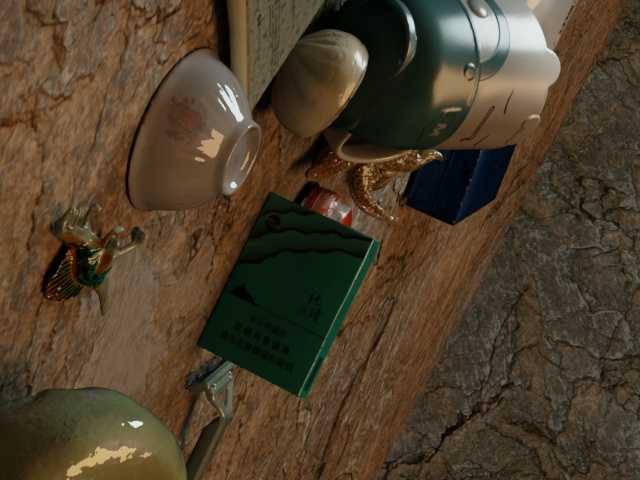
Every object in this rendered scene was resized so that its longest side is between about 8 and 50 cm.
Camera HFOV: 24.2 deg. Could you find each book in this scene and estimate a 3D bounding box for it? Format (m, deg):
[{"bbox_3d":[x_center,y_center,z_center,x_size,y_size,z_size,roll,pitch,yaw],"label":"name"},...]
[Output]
[{"bbox_3d":[-0.004,-0.349,1.648,0.379,0.031,0.264,-59,167,-27],"label":"book"}]

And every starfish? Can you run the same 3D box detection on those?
[{"bbox_3d":[0.072,-0.138,2.083,0.277,0.062,0.236,-8,109,-39],"label":"starfish"}]

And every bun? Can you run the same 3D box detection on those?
[{"bbox_3d":[-0.273,0.244,1.441,0.283,0.179,0.283,-32,144,-27],"label":"bun"},{"bbox_3d":[-0.015,-0.197,1.766,0.138,0.094,0.138,-47,-158,26],"label":"bun"}]

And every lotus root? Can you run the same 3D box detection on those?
[{"bbox_3d":[0.091,-0.118,2.296,0.072,0.063,0.152,-43,-175,29],"label":"lotus root"}]

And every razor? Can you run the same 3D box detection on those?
[{"bbox_3d":[-0.169,0.295,2.070,0.111,0.056,0.278,-38,149,-63],"label":"razor"}]

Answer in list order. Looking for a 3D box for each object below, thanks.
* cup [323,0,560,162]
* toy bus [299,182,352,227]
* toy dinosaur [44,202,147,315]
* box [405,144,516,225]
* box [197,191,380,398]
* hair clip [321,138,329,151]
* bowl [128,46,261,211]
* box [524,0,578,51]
[{"bbox_3d":[0.124,-0.204,1.929,0.257,0.219,0.290,-4,147,-41],"label":"cup"},{"bbox_3d":[0.000,0.000,2.143,0.079,0.077,0.174,-54,162,-38],"label":"toy bus"},{"bbox_3d":[-0.233,0.029,1.475,0.106,0.044,0.187,-30,157,-44],"label":"toy dinosaur"},{"bbox_3d":[0.282,-0.186,2.739,0.279,0.116,0.261,-30,144,-66],"label":"box"},{"bbox_3d":[-0.042,0.070,1.946,0.226,0.161,0.042,-64,161,-2],"label":"box"},{"bbox_3d":[0.030,-0.138,2.126,0.137,0.022,0.054,-31,143,-50],"label":"hair clip"},{"bbox_3d":[-0.117,-0.100,1.567,0.189,0.086,0.189,-58,164,-26],"label":"bowl"},{"bbox_3d":[0.366,-0.449,2.561,0.289,0.141,0.349,-65,165,-6],"label":"box"}]
